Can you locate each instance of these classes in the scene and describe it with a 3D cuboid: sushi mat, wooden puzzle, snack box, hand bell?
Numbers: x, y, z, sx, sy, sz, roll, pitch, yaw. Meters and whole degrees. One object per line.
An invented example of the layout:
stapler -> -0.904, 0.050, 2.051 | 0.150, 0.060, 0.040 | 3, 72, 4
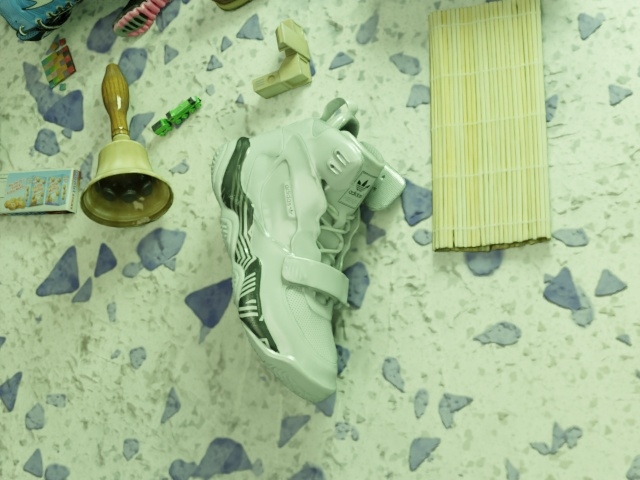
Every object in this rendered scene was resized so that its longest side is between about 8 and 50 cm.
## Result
sushi mat -> 0.202, -0.142, 1.616 | 0.151, 0.019, 0.316 | -8, 73, 26
wooden puzzle -> -0.389, -0.259, 1.976 | 0.049, 0.006, 0.083 | -31, 64, 18
snack box -> -0.428, -0.069, 1.939 | 0.178, 0.022, 0.064 | -1, 76, 28
hand bell -> -0.277, -0.150, 1.849 | 0.126, 0.126, 0.242 | -26, 53, 21

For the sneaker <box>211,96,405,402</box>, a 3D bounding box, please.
sneaker -> 0.000, 0.000, 1.618 | 0.210, 0.137, 0.366 | -28, 62, 23

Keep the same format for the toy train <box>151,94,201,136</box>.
toy train -> -0.199, -0.173, 1.840 | 0.083, 0.023, 0.017 | -37, 63, 16

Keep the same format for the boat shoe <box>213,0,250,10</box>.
boat shoe -> -0.083, -0.377, 1.808 | 0.178, 0.060, 0.064 | -30, 65, 19

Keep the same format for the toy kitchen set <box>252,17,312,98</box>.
toy kitchen set -> -0.063, -0.246, 1.758 | 0.075, 0.068, 0.083 | -18, 69, 24

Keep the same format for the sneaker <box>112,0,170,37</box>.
sneaker -> -0.255, -0.342, 1.907 | 0.119, 0.047, 0.057 | -43, 54, 4

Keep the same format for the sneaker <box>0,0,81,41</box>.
sneaker -> -0.382, -0.367, 1.940 | 0.330, 0.130, 0.147 | 8, 112, 32
